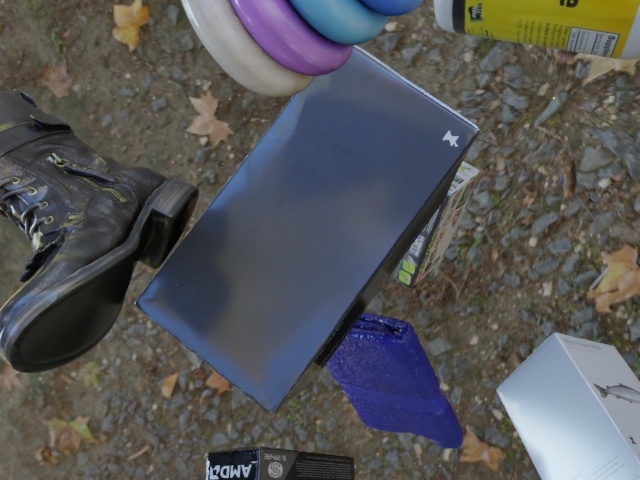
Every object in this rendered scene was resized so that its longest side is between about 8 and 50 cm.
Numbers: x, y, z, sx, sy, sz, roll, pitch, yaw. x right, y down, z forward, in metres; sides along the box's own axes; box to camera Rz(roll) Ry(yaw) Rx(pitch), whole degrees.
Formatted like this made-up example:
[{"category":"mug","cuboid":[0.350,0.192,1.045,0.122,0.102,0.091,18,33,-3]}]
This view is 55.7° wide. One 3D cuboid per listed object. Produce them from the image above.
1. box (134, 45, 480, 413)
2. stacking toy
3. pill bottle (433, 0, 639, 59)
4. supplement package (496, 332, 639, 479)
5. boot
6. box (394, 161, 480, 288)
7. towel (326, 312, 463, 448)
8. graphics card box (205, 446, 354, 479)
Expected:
[{"category":"box","cuboid":[0.000,0.000,0.728,0.179,0.312,0.343,36,85,8]},{"category":"stacking toy","cuboid":[0.070,-0.209,0.361,0.330,0.141,0.141,-17,96,33]},{"category":"pill bottle","cuboid":[0.321,-0.326,0.730,0.333,0.188,0.188,16,108,18]},{"category":"supplement package","cuboid":[0.283,0.201,0.618,0.105,0.179,0.105,14,125,-28]},{"category":"boot","cuboid":[-0.242,-0.029,0.481,0.228,0.263,0.091,28,119,-1]},{"category":"box","cuboid":[0.194,-0.023,1.017,0.036,0.114,0.207,35,137,23]},{"category":"towel","cuboid":[0.122,0.244,1.102,0.227,0.076,0.308,1,132,39]},{"category":"graphics card box","cuboid":[-0.043,0.452,0.739,0.094,0.232,0.371,-14,64,30]}]
